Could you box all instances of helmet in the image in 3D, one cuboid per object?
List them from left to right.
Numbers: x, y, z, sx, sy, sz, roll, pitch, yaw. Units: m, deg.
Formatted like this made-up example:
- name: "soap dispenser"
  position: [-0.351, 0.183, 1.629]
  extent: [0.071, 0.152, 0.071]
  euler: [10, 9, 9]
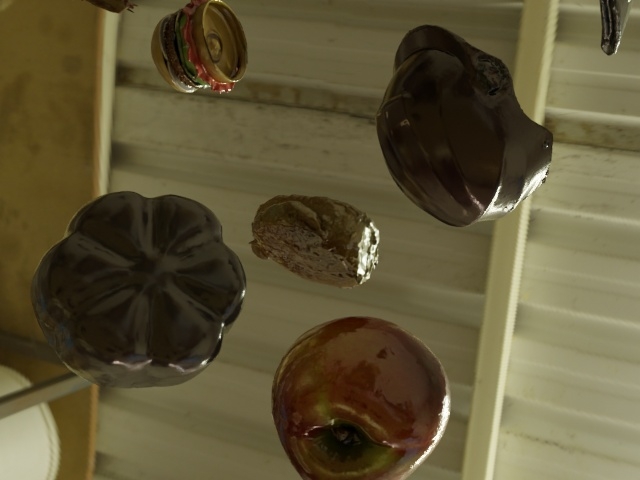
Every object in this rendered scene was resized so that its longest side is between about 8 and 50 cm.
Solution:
- name: "helmet"
  position: [0.074, -0.059, 0.531]
  extent: [0.123, 0.070, 0.098]
  euler: [46, -25, -7]

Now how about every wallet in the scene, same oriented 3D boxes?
- name: "wallet"
  position: [0.423, -0.419, 1.200]
  extent: [0.044, 0.170, 0.321]
  euler: [10, -120, 23]

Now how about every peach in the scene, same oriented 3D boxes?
- name: "peach"
  position: [0.066, 0.227, 1.291]
  extent: [0.245, 0.275, 0.249]
  euler: [-13, -71, 12]

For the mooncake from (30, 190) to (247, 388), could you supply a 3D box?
- name: "mooncake"
  position: [-0.211, 0.056, 1.045]
  extent: [0.245, 0.245, 0.133]
  euler: [58, -28, 7]

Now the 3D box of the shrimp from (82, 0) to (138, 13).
- name: "shrimp"
  position: [-0.204, -0.217, 0.645]
  extent: [0.162, 0.095, 0.045]
  euler: [31, -105, 8]

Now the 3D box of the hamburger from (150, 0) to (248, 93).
- name: "hamburger"
  position: [-0.221, -0.339, 1.564]
  extent: [0.136, 0.175, 0.175]
  euler: [-7, -86, 25]

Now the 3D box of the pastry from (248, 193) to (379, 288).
- name: "pastry"
  position: [0.000, 0.000, 1.431]
  extent: [0.218, 0.229, 0.100]
  euler: [-9, -129, 50]
